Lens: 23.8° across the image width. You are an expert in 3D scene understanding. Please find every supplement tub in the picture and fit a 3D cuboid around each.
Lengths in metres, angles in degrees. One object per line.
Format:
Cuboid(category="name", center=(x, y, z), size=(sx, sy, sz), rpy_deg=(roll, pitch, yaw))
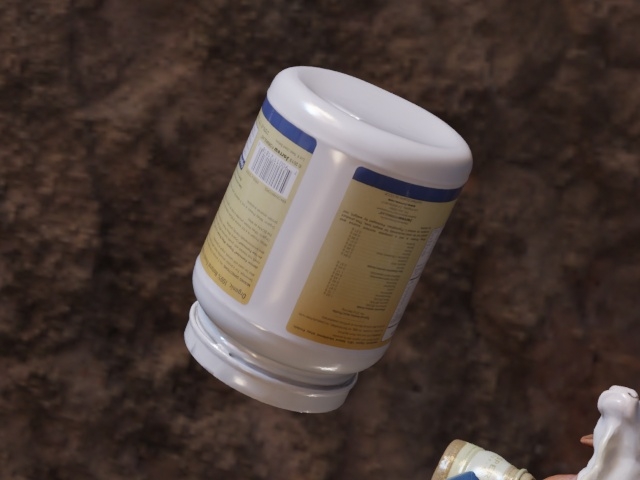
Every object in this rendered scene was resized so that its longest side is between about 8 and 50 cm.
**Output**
Cuboid(category="supplement tub", center=(0.000, 0.000, 1.610), size=(0.228, 0.228, 0.316), rpy_deg=(0, -60, -51))

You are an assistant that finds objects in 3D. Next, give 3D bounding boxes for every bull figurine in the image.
Cuboid(category="bull figurine", center=(0.164, 0.254, 1.183), size=(0.188, 0.101, 0.310), rpy_deg=(-6, -49, -45))

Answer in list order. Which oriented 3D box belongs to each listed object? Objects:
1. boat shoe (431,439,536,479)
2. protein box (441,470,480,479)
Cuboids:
Cuboid(category="boat shoe", center=(0.174, 0.292, 1.418), size=(0.104, 0.089, 0.285), rpy_deg=(-62, -33, -27))
Cuboid(category="protein box", center=(0.068, 0.287, 0.991), size=(0.200, 0.201, 0.136), rpy_deg=(-9, -37, -49))
